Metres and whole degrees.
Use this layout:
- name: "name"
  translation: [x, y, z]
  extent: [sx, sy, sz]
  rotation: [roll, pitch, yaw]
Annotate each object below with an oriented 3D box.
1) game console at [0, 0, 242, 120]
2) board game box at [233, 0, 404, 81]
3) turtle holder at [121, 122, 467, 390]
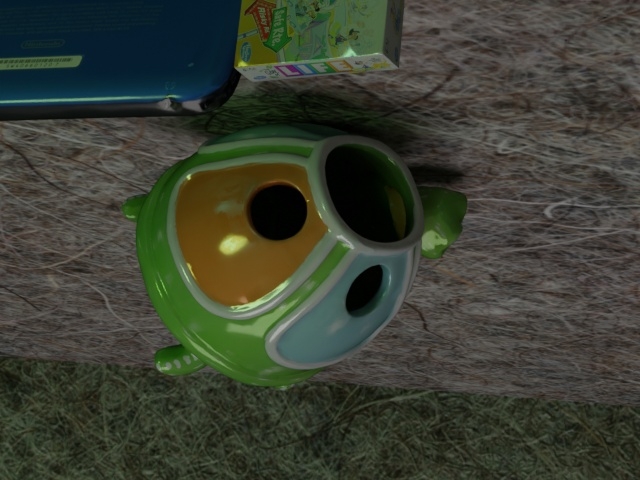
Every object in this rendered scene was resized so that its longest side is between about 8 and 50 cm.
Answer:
- name: "game console"
  translation: [-0.156, -0.131, 1.358]
  extent: [0.293, 0.250, 0.173]
  rotation: [-1, 137, 20]
- name: "board game box"
  translation: [0.004, -0.179, 1.135]
  extent: [0.103, 0.154, 0.026]
  rotation: [-3, 162, 26]
- name: "turtle holder"
  translation: [-0.004, 0.014, 1.684]
  extent: [0.320, 0.243, 0.227]
  rotation: [27, 138, -33]
